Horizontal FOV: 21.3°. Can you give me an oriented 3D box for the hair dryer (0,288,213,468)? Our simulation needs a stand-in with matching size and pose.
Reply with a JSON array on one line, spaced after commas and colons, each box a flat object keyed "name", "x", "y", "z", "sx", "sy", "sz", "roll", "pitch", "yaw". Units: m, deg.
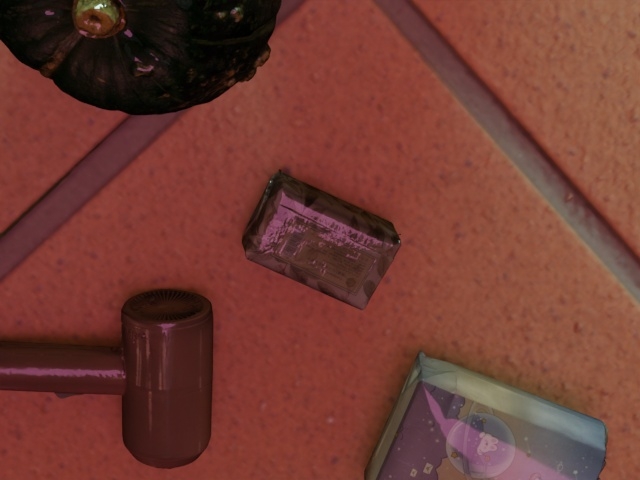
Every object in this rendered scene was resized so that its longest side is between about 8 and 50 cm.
[{"name": "hair dryer", "x": -0.165, "y": 0.092, "z": 1.169, "sx": 0.182, "sy": 0.064, "sz": 0.117, "roll": 3, "pitch": 111, "yaw": 0}]

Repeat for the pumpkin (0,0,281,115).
[{"name": "pumpkin", "x": -0.115, "y": -0.164, "z": 1.032, "sx": 0.190, "sy": 0.146, "sz": 0.190, "roll": -5, "pitch": 129, "yaw": -6}]

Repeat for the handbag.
[{"name": "handbag", "x": 0.127, "y": 0.160, "z": 1.212, "sx": 0.173, "sy": 0.095, "sz": 0.117, "roll": 21, "pitch": 111, "yaw": -5}]

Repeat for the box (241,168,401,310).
[{"name": "box", "x": 0.000, "y": 0.000, "z": 1.159, "sx": 0.098, "sy": 0.045, "sz": 0.062, "roll": 26, "pitch": 104, "yaw": -16}]
